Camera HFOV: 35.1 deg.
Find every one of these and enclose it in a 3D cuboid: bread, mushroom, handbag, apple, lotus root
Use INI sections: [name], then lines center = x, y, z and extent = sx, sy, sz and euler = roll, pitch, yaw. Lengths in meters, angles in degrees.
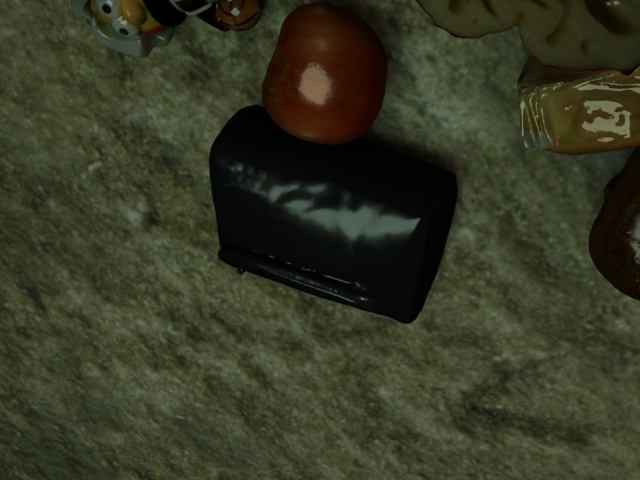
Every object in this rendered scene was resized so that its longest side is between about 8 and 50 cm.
[bread]
center = 0.332, -0.161, 1.051
extent = 0.241, 0.136, 0.107
euler = -8, 120, 30
[mushroom]
center = 0.404, -0.017, 1.110
extent = 0.194, 0.138, 0.231
euler = 18, 128, 13
[handbag]
center = -0.001, 0.001, 1.284
extent = 0.302, 0.178, 0.275
euler = 19, 130, 13
[apple]
center = 0.008, -0.190, 1.174
extent = 0.139, 0.163, 0.163
euler = 20, 129, -3
[lotus root]
center = 0.223, -0.312, 0.949
extent = 0.316, 0.250, 0.316
euler = 18, 139, 16

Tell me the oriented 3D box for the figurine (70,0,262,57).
[figurine]
center = -0.176, -0.306, 1.200
extent = 0.236, 0.133, 0.176
euler = -10, 135, 24
